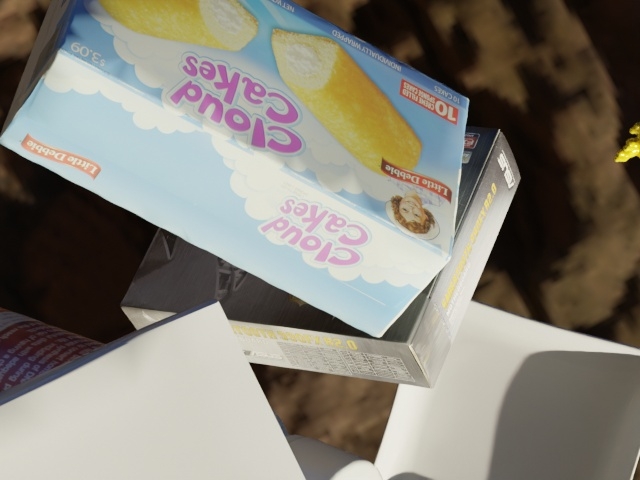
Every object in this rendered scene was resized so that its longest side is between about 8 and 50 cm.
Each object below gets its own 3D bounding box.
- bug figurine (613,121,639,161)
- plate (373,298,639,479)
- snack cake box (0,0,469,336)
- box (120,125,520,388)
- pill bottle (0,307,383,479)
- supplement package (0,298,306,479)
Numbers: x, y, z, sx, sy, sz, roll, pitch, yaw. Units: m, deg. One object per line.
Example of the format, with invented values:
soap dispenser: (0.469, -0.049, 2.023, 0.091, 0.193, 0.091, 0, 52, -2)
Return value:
bug figurine: (0.325, -0.134, 1.375, 0.072, 0.279, 0.216, 46, -27, 8)
plate: (0.209, 0.219, 2.150, 0.045, 0.278, 0.277, -4, 110, -83)
snack cake box: (-0.046, -0.072, 1.192, 0.264, 0.089, 0.152, 27, 40, -16)
box: (0.000, 0.000, 1.354, 0.231, 0.183, 0.056, 7, -35, 31)
pill bottle: (-0.162, 0.203, 1.559, 0.392, 0.224, 0.224, 17, -31, 25)
supplement package: (-0.128, 0.144, 0.848, 0.203, 0.194, 0.149, -26, -91, 61)
